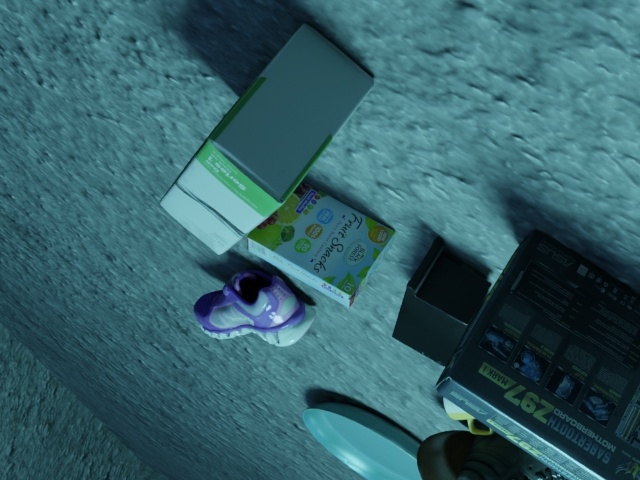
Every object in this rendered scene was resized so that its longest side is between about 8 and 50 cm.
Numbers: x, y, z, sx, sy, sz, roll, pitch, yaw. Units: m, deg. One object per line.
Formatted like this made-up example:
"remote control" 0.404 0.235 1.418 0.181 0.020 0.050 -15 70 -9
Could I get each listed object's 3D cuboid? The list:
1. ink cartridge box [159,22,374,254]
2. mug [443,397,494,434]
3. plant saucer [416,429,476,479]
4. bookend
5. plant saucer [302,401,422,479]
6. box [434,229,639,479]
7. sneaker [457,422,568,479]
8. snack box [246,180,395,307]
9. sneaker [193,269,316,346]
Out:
"ink cartridge box" -0.060 -0.091 1.005 0.092 0.160 0.219 40 156 -8
"mug" 0.213 0.217 1.371 0.064 0.062 0.078 -4 136 44
"plant saucer" 0.235 0.338 1.468 0.198 0.198 0.036 31 119 10
"bookend" 0.172 0.092 1.161 0.156 0.072 0.157 29 156 12
"plant saucer" 0.111 0.385 1.857 0.317 0.044 0.317 29 157 14
"box" 0.253 0.127 0.977 0.232 0.183 0.059 32 157 4
"sneaker" 0.301 0.308 1.314 0.295 0.147 0.104 0 138 51
"snack box" 0.000 0.000 1.178 0.141 0.100 0.037 30 156 14
"sneaker" -0.115 0.089 1.536 0.236 0.095 0.104 0 133 46
